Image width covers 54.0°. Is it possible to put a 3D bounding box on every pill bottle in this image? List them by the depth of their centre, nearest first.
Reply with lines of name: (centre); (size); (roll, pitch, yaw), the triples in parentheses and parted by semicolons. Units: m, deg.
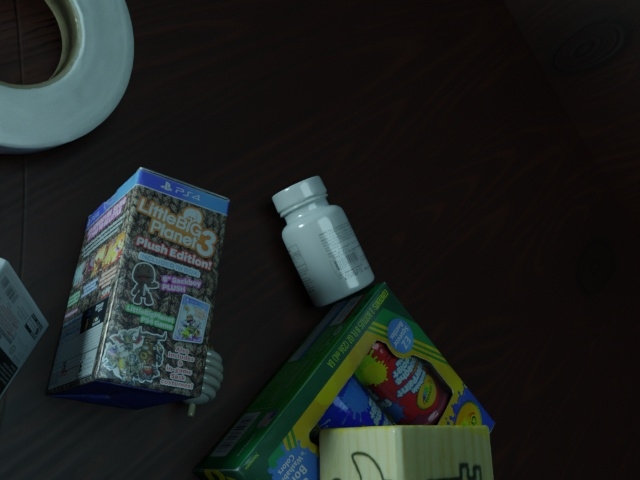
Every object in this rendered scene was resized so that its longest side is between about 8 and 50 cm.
pill bottle: (0.000, 0.000, 1.206); (0.131, 0.131, 0.229); (-25, 90, -40)

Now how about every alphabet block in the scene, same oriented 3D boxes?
alphabet block: (0.126, 0.373, 0.918); (0.194, 0.192, 0.197); (11, 68, -35)

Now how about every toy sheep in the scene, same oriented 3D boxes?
toy sheep: (-0.200, 0.219, 1.008); (0.091, 0.091, 0.132); (24, 55, -28)

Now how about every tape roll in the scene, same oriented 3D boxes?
tape roll: (-0.475, -0.327, 0.946); (0.392, 0.072, 0.391); (3, 85, -42)

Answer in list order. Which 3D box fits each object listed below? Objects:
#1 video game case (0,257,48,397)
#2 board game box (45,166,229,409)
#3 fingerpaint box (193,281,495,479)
video game case: (-0.430, 0.138, 0.807); (0.022, 0.190, 0.173); (19, 58, 6)
board game box: (-0.265, 0.082, 0.912); (0.141, 0.232, 0.290); (20, 63, -32)
fingerpaint box: (0.070, 0.360, 1.108); (0.371, 0.163, 0.445); (52, 52, -10)
